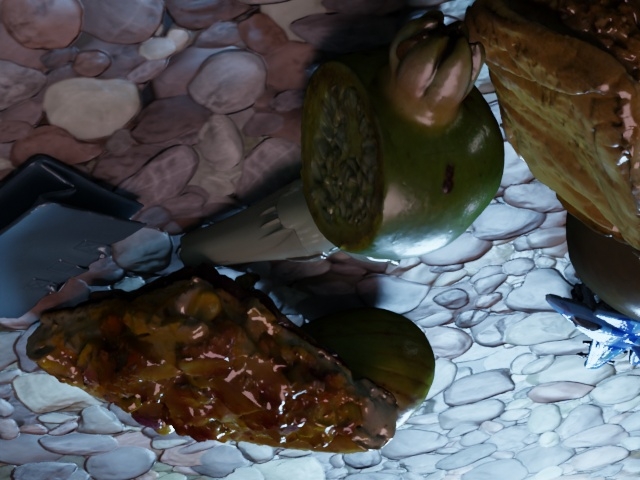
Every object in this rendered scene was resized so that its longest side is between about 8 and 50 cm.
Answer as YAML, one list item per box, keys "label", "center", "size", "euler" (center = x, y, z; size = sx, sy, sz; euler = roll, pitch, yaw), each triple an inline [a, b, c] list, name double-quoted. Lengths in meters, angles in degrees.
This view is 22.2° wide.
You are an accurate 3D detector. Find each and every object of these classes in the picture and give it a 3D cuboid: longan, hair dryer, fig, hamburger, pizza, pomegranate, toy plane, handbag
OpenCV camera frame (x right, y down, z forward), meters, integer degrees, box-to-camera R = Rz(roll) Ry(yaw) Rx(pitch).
- label: "longan"
  center: [0.360, -0.026, 1.610]
  size: [0.248, 0.248, 0.248]
  euler: [-8, 147, -5]
- label: "hair dryer"
  center: [-0.032, 0.000, 1.685]
  size: [0.218, 0.088, 0.225]
  euler: [-7, 162, 6]
- label: "fig"
  center: [0.004, 0.130, 1.811]
  size: [0.259, 0.151, 0.151]
  euler: [23, 134, -35]
- label: "hamburger"
  center: [0.251, -0.127, 1.408]
  size: [0.144, 0.259, 0.283]
  euler: [-40, 141, -6]
- label: "pizza"
  center: [-0.115, 0.138, 1.723]
  size: [0.408, 0.114, 0.278]
  euler: [14, 149, 0]
- label: "pomegranate"
  center: [0.085, -0.105, 1.462]
  size: [0.159, 0.190, 0.241]
  euler: [-9, 116, -24]
- label: "toy plane"
  center: [0.340, 0.093, 1.914]
  size: [0.246, 0.078, 0.169]
  euler: [26, 132, -34]
- label: "handbag"
  center: [-0.292, 0.009, 1.620]
  size: [0.221, 0.057, 0.144]
  euler: [-34, 145, 30]
